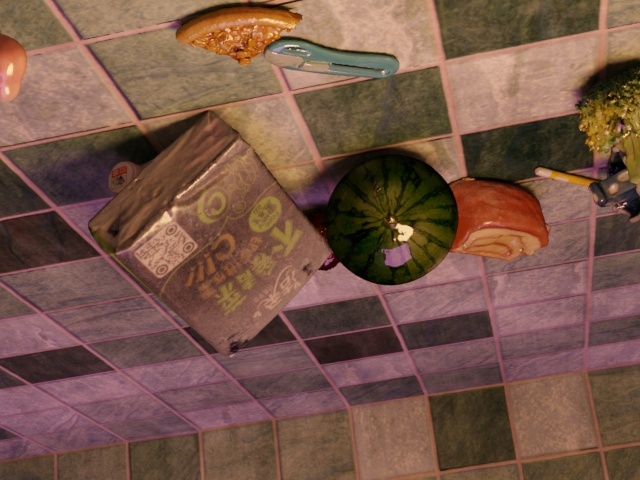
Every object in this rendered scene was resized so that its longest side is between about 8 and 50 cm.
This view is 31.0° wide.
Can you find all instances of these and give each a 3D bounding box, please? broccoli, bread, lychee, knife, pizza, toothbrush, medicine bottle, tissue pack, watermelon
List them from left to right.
[{"bbox_3d":[-0.270,-0.078,2.011,0.078,0.115,0.219,-20,154,32],"label":"medicine bottle"},{"bbox_3d":[-0.174,0.002,1.979,0.288,0.124,0.394,-45,140,-4],"label":"tissue pack"},{"bbox_3d":[-0.118,-0.290,1.652,0.178,0.041,0.131,-3,158,-9],"label":"pizza"},{"bbox_3d":[0.000,-0.002,2.268,0.129,0.123,0.123,26,144,-24],"label":"lychee"},{"bbox_3d":[0.019,-0.271,1.745,0.222,0.031,0.064,4,151,-24],"label":"knife"},{"bbox_3d":[0.128,-0.036,2.068,0.242,0.242,0.242,-6,157,-2],"label":"watermelon"},{"bbox_3d":[0.342,-0.038,2.269,0.244,0.123,0.190,4,153,-27],"label":"bread"},{"bbox_3d":[0.532,-0.111,2.271,0.288,0.024,0.021,9,155,-32],"label":"toothbrush"},{"bbox_3d":[0.518,-0.183,1.887,0.194,0.194,0.220,-19,160,28],"label":"broccoli"}]

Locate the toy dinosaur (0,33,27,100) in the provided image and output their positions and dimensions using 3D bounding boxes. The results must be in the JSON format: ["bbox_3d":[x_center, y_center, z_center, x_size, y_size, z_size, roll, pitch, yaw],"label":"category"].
[{"bbox_3d":[-0.438,-0.272,1.397,0.177,0.194,0.152,13,-166,38],"label":"toy dinosaur"}]

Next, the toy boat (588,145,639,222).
[{"bbox_3d":[0.571,-0.106,2.157,0.142,0.129,0.309,-24,161,4],"label":"toy boat"}]
